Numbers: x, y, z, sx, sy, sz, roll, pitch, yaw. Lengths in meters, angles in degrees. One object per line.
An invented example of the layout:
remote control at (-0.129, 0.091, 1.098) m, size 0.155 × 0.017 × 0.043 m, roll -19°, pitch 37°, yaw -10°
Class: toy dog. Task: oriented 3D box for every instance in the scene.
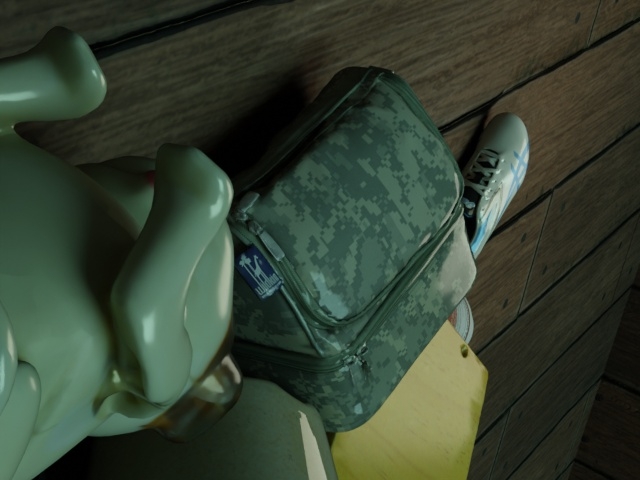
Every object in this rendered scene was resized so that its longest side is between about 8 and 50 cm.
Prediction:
toy dog at (-0.199, 0.066, 0.828) m, size 0.408 × 0.284 × 0.396 m, roll -18°, pitch 132°, yaw -60°

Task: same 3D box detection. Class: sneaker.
sneaker at (0.219, -0.069, 1.752) m, size 0.237 × 0.085 × 0.086 m, roll -65°, pitch 160°, yaw -3°

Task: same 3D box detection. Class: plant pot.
plant pot at (-0.090, 0.298, 1.108) m, size 0.334 × 0.333 × 0.306 m, roll 80°, pitch 2°, yaw -52°

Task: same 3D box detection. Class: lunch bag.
lunch bag at (0.000, 0.000, 1.259) m, size 0.305 × 0.212 × 0.256 m, roll -46°, pitch 133°, yaw -36°

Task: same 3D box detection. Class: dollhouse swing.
dollhouse swing at (-0.001, 0.262, 1.491) m, size 0.315 × 0.304 × 0.347 m, roll 50°, pitch 43°, yaw -34°

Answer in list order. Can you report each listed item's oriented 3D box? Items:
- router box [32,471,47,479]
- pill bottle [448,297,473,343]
router box at (-0.275, 0.375, 1.077) m, size 0.309 × 0.081 × 0.243 m, roll 88°, pitch 8°, yaw -45°
pill bottle at (0.130, 0.103, 1.696) m, size 0.121 × 0.121 × 0.216 m, roll -65°, pitch 156°, yaw 1°
